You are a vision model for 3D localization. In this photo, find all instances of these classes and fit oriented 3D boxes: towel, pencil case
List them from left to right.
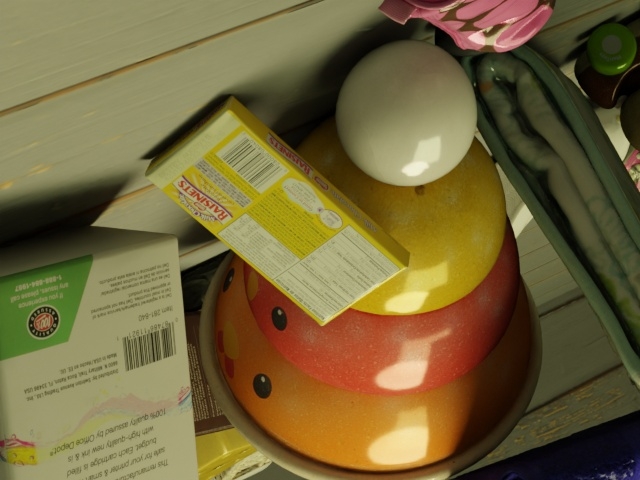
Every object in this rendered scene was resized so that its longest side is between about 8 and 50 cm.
[{"bbox_3d":[0.103,-0.184,1.097,0.098,0.095,0.209,-66,159,7],"label":"pencil case"},{"bbox_3d":[0.272,-0.015,1.522,0.090,0.375,0.320,-29,169,13],"label":"towel"},{"bbox_3d":[0.288,0.210,1.480,0.308,0.076,0.227,-17,173,-18],"label":"towel"}]

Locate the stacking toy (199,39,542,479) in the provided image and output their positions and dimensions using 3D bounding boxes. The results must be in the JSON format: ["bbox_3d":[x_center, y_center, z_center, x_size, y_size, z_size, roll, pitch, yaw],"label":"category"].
[{"bbox_3d":[0.059,-0.018,1.434,0.350,0.351,0.480,-24,149,-18],"label":"stacking toy"}]

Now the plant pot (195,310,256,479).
[{"bbox_3d":[-0.168,0.199,1.927,0.212,0.187,0.212,-33,168,27],"label":"plant pot"}]

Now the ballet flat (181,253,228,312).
[{"bbox_3d":[-0.094,0.034,1.744,0.173,0.058,0.049,-18,-162,-18],"label":"ballet flat"}]

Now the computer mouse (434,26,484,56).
[{"bbox_3d":[0.205,-0.212,1.341,0.242,0.041,0.071,-26,168,-12],"label":"computer mouse"}]

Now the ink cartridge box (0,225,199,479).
[{"bbox_3d":[-0.213,0.143,1.289,0.117,0.278,0.201,5,-166,41],"label":"ink cartridge box"}]

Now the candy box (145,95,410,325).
[{"bbox_3d":[-0.034,-0.021,1.279,0.105,0.206,0.027,-34,-155,34],"label":"candy box"}]

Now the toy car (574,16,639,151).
[{"bbox_3d":[0.372,-0.146,1.655,0.149,0.188,0.155,-28,169,3],"label":"toy car"}]

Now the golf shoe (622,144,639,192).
[{"bbox_3d":[0.477,-0.191,1.990,0.306,0.115,0.140,-46,-153,14],"label":"golf shoe"}]

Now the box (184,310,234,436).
[{"bbox_3d":[-0.238,0.158,1.601,0.191,0.143,0.381,-14,176,20],"label":"box"}]

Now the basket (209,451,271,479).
[{"bbox_3d":[-0.143,0.285,2.448,0.113,0.167,0.103,-19,161,-38],"label":"basket"}]

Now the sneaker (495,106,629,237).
[{"bbox_3d":[0.284,-0.071,2.005,0.169,0.108,0.292,-17,164,-33],"label":"sneaker"}]
